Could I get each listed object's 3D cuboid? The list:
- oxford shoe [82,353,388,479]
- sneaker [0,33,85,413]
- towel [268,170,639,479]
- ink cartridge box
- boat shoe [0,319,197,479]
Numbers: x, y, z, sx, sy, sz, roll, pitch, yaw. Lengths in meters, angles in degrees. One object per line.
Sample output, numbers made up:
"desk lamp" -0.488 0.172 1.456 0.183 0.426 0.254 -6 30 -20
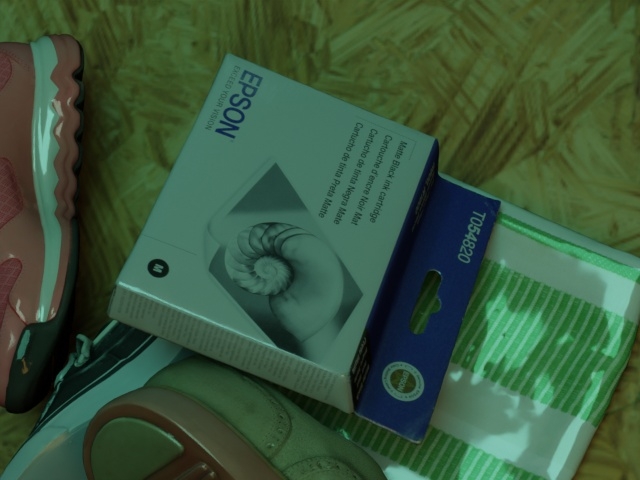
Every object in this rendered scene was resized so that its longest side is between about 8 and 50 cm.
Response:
"oxford shoe" 0.036 0.216 1.183 0.397 0.146 0.140 46 127 3
"sneaker" -0.246 -0.014 1.372 0.136 0.116 0.314 3 59 -9
"towel" 0.067 0.114 1.304 0.248 0.038 0.325 24 75 20
"ink cartridge box" 0.000 0.000 1.245 0.224 0.045 0.223 22 53 -2
"boat shoe" -0.129 0.099 1.302 0.306 0.113 0.105 -50 37 -5
